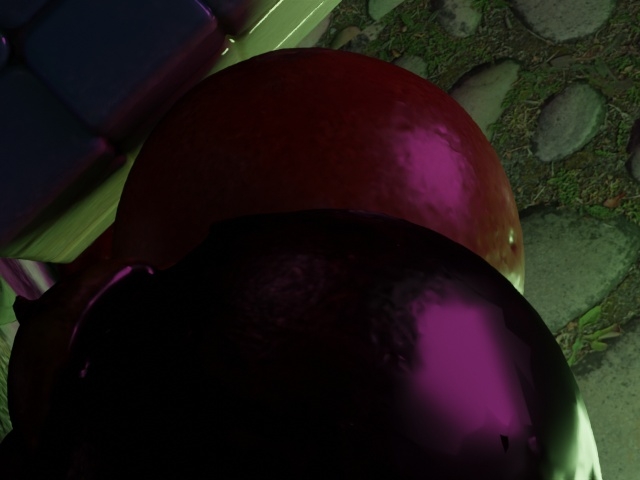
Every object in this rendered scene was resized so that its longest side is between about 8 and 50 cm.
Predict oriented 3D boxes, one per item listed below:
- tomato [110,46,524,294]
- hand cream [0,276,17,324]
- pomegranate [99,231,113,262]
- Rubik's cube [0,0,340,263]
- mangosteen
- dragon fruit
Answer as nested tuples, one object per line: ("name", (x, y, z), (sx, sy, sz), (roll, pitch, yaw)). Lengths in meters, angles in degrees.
("tomato", (0.000, 0.000, 1.175), (0.265, 0.265, 0.265), (54, 2, -2))
("hand cream", (-0.228, 0.029, 1.225), (0.080, 0.050, 0.234), (45, -2, -3))
("pomegranate", (-0.120, 0.077, 1.515), (0.191, 0.152, 0.131), (41, -21, 9))
("Rubik's cube", (-0.196, -0.198, 1.287), (0.322, 0.316, 0.319), (47, -1, 3))
("mangosteen", (-0.028, 0.124, 0.947), (0.347, 0.307, 0.307), (20, -15, 26))
("dragon fruit", (-0.186, 0.031, 1.637), (0.094, 0.094, 0.190), (53, 13, -26))
